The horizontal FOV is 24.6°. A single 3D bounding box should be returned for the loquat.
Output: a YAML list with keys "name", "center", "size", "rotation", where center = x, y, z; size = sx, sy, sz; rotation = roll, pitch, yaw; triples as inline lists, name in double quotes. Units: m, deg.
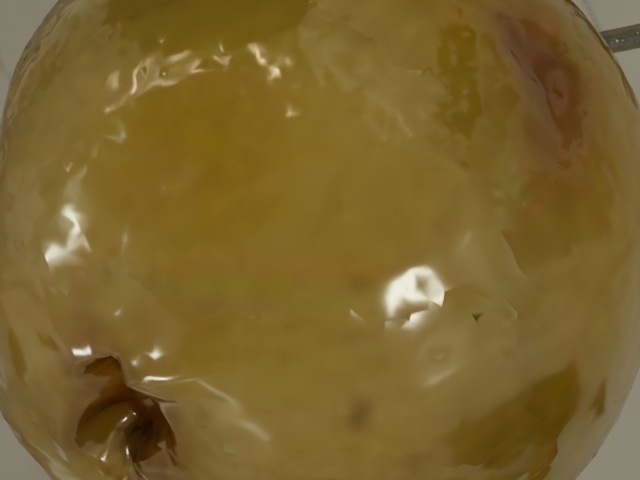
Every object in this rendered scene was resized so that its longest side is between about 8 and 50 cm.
- name: "loquat"
  center: [0.000, 0.000, 0.436]
  size: [0.208, 0.208, 0.208]
  rotation: [3, 103, 11]

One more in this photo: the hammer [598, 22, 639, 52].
- name: "hammer"
  center: [0.437, -0.225, 1.434]
  size: [0.365, 0.111, 0.043]
  rotation: [-13, 104, -11]
